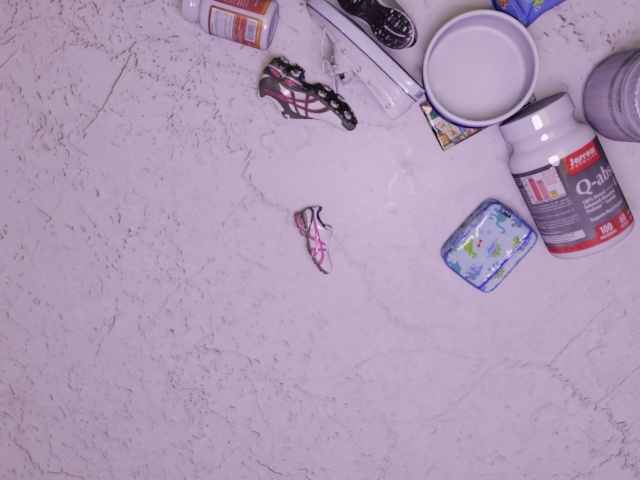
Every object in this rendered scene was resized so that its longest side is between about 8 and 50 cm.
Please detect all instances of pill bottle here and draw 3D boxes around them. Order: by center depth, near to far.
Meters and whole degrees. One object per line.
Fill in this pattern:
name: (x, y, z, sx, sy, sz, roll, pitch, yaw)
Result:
pill bottle: (0.587, -0.155, 1.383, 0.210, 0.210, 0.363, -28, 99, 8)
pill bottle: (-0.218, -0.550, 1.385, 0.216, 0.121, 0.121, 17, 102, 0)

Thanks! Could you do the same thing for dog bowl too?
dog bowl: (0.377, -0.404, 1.367, 0.265, 0.104, 0.265, 1, 95, 7)

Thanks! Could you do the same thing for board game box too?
board game box: (0.397, -0.349, 1.445, 0.259, 0.030, 0.136, -29, 97, 8)

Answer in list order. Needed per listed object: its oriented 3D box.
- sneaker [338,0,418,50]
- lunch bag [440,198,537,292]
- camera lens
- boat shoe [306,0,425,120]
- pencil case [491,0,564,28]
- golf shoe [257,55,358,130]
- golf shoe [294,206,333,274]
sneaker: (0.133, -0.564, 1.386, 0.100, 0.108, 0.271, -43, 81, 28)
lunch bag: (0.442, 0.015, 1.490, 0.176, 0.090, 0.219, 39, 102, -8)
camera lens: (0.753, -0.333, 1.304, 0.219, 0.274, 0.219, 1, 102, 2)
boat shoe: (0.072, -0.428, 1.385, 0.367, 0.136, 0.156, 45, 110, 4)
pencil case: (0.559, -0.615, 1.335, 0.306, 0.119, 0.133, -30, 109, 8)
golf shoe: (-0.032, -0.347, 1.443, 0.273, 0.105, 0.120, 35, 119, 0)
golf shoe: (0.000, 0.000, 1.517, 0.086, 0.067, 0.186, -22, 100, 6)
